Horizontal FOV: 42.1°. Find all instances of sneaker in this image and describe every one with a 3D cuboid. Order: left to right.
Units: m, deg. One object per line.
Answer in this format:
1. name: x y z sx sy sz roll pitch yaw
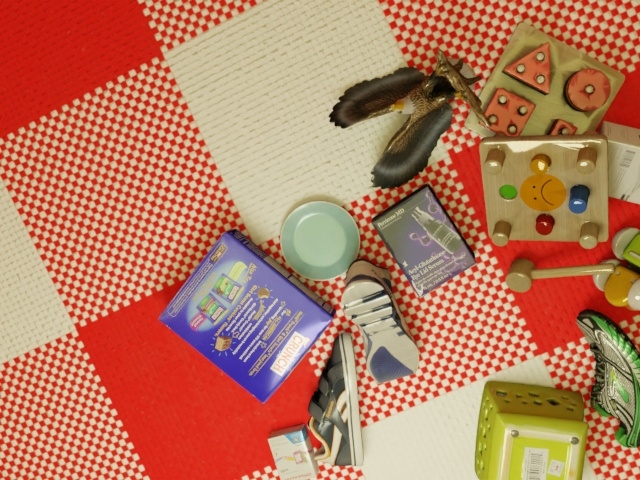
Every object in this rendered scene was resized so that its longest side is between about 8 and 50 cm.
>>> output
1. sneaker: 0.029 0.373 1.924 0.128 0.126 0.321 -3 98 3
2. sneaker: 0.135 0.158 1.886 0.128 0.182 0.315 -15 124 11
3. sneaker: 0.648 0.309 1.827 0.146 0.134 0.343 -27 93 11

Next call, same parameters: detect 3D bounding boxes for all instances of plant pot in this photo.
1. plant pot: 0.466 0.458 1.834 0.227 0.207 0.228 6 99 7

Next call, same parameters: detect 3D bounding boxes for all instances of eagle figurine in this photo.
1. eagle figurine: 0.194 -0.282 1.812 0.298 0.225 0.226 -35 47 39

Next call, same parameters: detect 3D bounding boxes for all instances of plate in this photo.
1. plate: 0.000 0.000 1.932 0.188 0.024 0.188 1 98 8

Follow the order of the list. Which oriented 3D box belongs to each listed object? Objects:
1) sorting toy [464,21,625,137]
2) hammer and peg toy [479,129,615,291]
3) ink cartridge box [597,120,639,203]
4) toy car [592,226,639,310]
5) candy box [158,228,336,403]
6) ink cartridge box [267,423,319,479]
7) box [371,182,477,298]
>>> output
1. sorting toy: 0.484 -0.302 1.794 0.257 0.089 0.255 29 100 4
2. hammer and peg toy: 0.487 -0.063 1.769 0.266 0.127 0.361 1 126 22
3. ink cartridge box: 0.670 -0.157 1.763 0.191 0.082 0.139 14 132 5
4. toy car: 0.698 0.069 1.798 0.136 0.159 0.182 22 101 -30
5. candy box: -0.165 0.173 1.928 0.317 0.122 0.268 40 99 3
6. ink cartridge box: -0.063 0.513 1.991 0.089 0.052 0.122 -17 96 9
7. box: 0.231 -0.002 1.858 0.153 0.108 0.207 -34 92 11
